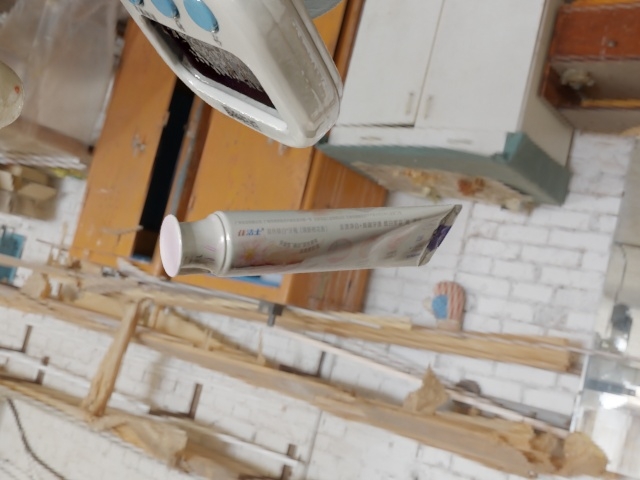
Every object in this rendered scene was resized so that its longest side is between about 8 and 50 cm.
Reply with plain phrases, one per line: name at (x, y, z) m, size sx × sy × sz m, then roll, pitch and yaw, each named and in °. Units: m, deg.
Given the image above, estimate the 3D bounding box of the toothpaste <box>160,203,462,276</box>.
toothpaste at (0.000, 0.000, 0.836) m, size 0.323 × 0.100 × 0.066 m, roll -2°, pitch -134°, yaw -29°

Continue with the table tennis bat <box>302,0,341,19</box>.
table tennis bat at (-0.063, -0.337, 1.103) m, size 0.215 × 0.044 × 0.329 m, roll -3°, pitch 163°, yaw -6°

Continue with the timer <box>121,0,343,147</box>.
timer at (-0.095, -0.210, 0.800) m, size 0.262 × 0.087 × 0.237 m, roll 32°, pitch 165°, yaw 41°

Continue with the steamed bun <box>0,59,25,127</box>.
steamed bun at (-0.680, -0.278, 1.525) m, size 0.228 × 0.130 × 0.177 m, roll 17°, pitch 144°, yaw -15°
